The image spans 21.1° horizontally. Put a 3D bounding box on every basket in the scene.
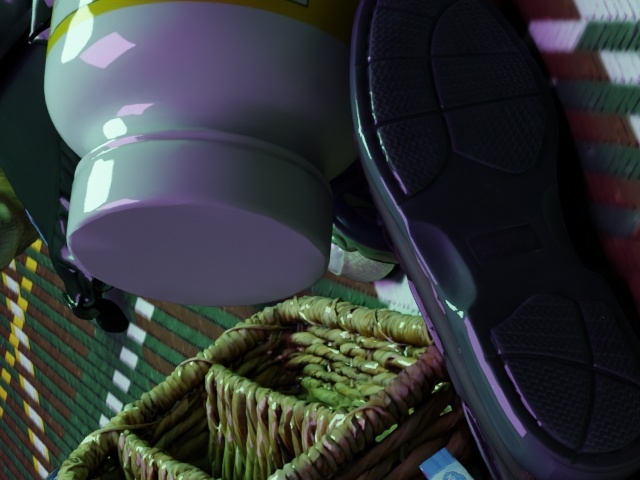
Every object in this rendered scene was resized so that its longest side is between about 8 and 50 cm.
[{"bbox_3d":[-0.054,0.152,1.046,0.299,0.213,0.223,-170,78,-69],"label":"basket"}]

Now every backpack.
[{"bbox_3d":[-0.143,-0.120,1.241,0.276,0.213,0.263,53,152,13],"label":"backpack"}]

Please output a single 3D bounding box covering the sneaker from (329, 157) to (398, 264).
[{"bbox_3d":[0.027,-0.056,1.027,0.071,0.068,0.170,116,147,-41],"label":"sneaker"}]

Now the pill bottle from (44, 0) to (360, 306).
[{"bbox_3d":[-0.056,-0.141,0.981,0.188,0.188,0.334,132,146,-61],"label":"pill bottle"}]

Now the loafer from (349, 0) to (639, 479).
[{"bbox_3d":[0.074,0.001,0.858,0.095,0.109,0.302,111,147,-53],"label":"loafer"}]

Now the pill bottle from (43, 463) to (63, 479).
[{"bbox_3d":[-0.173,0.238,1.493,0.219,0.123,0.122,149,117,-65],"label":"pill bottle"}]

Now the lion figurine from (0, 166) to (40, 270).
[{"bbox_3d":[-0.328,-0.134,1.710,0.142,0.240,0.392,120,143,-55],"label":"lion figurine"}]

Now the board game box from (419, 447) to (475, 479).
[{"bbox_3d":[0.093,0.159,0.865,0.090,0.020,0.090,58,172,-27],"label":"board game box"}]

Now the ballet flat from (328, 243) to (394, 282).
[{"bbox_3d":[0.000,0.000,1.117,0.168,0.052,0.057,-171,72,-69],"label":"ballet flat"}]
